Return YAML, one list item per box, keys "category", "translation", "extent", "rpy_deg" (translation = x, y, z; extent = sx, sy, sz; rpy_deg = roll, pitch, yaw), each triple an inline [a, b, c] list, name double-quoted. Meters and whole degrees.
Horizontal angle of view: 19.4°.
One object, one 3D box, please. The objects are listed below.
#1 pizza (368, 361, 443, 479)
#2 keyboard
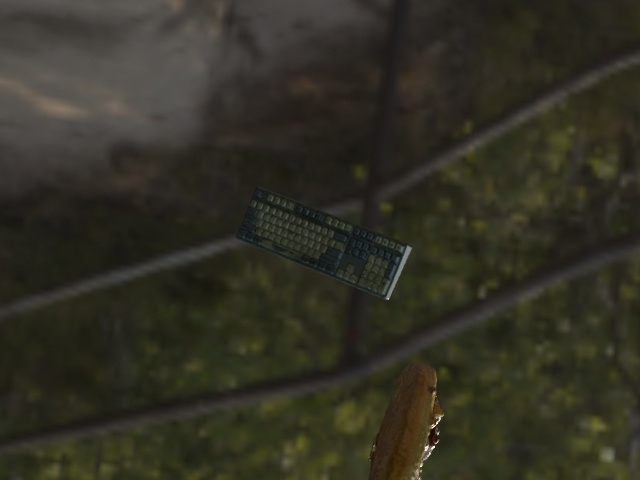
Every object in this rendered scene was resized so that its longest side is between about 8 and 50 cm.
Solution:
- category: "pizza"
  translation: [0.096, 0.215, 2.021]
  extent: [0.058, 0.127, 0.246]
  rpy_deg: [24, -152, -3]
- category: "keyboard"
  translation: [0.000, 0.001, 1.716]
  extent: [0.176, 0.055, 0.014]
  rpy_deg: [22, 177, 32]
